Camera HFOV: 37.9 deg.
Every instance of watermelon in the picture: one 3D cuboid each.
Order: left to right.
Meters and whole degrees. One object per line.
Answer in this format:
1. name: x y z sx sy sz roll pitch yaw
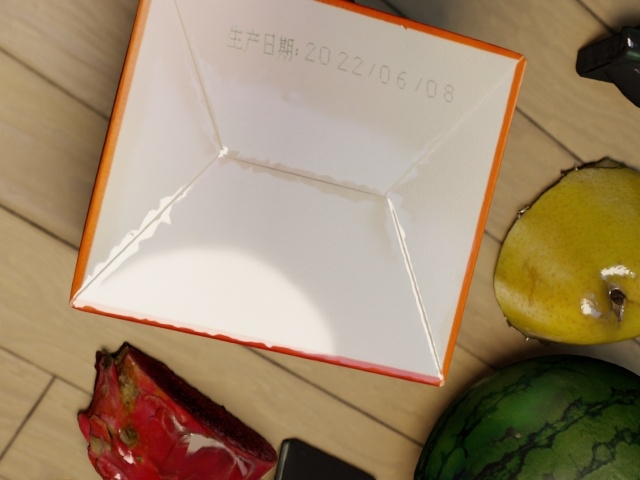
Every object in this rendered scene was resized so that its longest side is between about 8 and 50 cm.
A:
1. watermelon: 0.284 0.310 1.141 0.363 0.363 0.363 -5 109 -15

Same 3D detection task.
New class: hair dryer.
1. hair dryer: 0.455 -0.301 1.124 0.244 0.116 0.303 8 94 -19

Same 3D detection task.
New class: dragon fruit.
1. dragon fruit: -0.172 0.239 1.088 0.261 0.189 0.163 42 62 -20

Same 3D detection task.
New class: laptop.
1. laptop: -0.001 0.362 1.154 0.154 0.207 0.026 32 136 -22

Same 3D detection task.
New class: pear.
1. pear: 0.367 0.049 1.163 0.266 0.178 0.267 -7 113 -17

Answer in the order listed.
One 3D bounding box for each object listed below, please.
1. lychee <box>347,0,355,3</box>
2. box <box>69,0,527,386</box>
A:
1. lychee: 0.009 -0.255 1.010 0.067 0.068 0.083 -49 146 -23
2. box: -0.035 -0.063 0.917 0.348 0.257 0.319 12 91 -12
